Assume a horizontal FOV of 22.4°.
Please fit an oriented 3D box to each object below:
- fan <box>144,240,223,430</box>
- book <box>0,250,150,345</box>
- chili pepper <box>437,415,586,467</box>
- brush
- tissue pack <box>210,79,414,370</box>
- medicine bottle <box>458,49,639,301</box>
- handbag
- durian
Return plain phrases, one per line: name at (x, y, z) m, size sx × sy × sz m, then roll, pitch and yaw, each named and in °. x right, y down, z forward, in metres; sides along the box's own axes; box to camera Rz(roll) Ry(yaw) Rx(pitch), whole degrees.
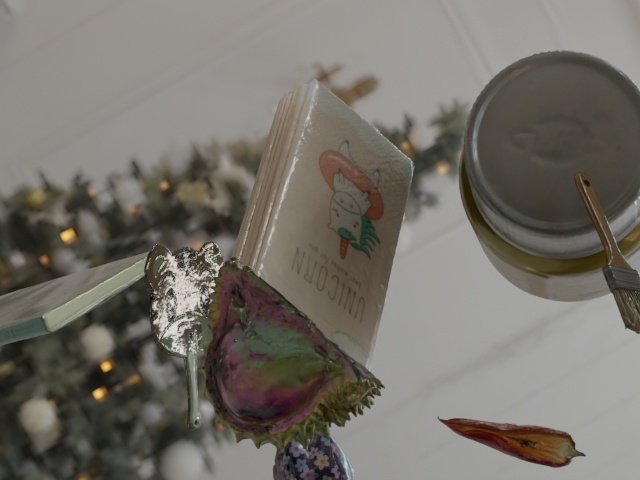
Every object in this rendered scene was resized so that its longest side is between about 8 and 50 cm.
fan at (-0.157, 0.113, 1.918) m, size 0.152 × 0.008 × 0.226 m, roll -8°, pitch 96°, yaw -57°
book at (-0.419, 0.103, 2.188) m, size 0.264 × 0.379 × 0.031 m, roll -33°, pitch 105°, yaw -54°
chili pepper at (0.222, 0.233, 1.885) m, size 0.027 × 0.178 × 0.045 m, roll 74°, pitch 29°, yaw -71°
brush at (0.257, 0.008, 1.433) m, size 0.043 × 0.014 × 0.170 m, roll 11°, pitch 49°, yaw -38°
tissue pack at (0.000, 0.000, 1.663) m, size 0.170 × 0.071 × 0.325 m, roll 41°, pitch 42°, yaw -26°
medicine bottle at (0.259, -0.063, 1.718) m, size 0.224 × 0.224 × 0.384 m, roll 61°, pitch 5°, yaw 12°
handbag at (-0.001, 0.402, 2.512) m, size 0.208 × 0.127 × 0.228 m, roll 77°, pitch -2°, yaw -65°
durian at (-0.035, 0.109, 1.256) m, size 0.187 × 0.108 × 0.119 m, roll 39°, pitch -4°, yaw 35°
